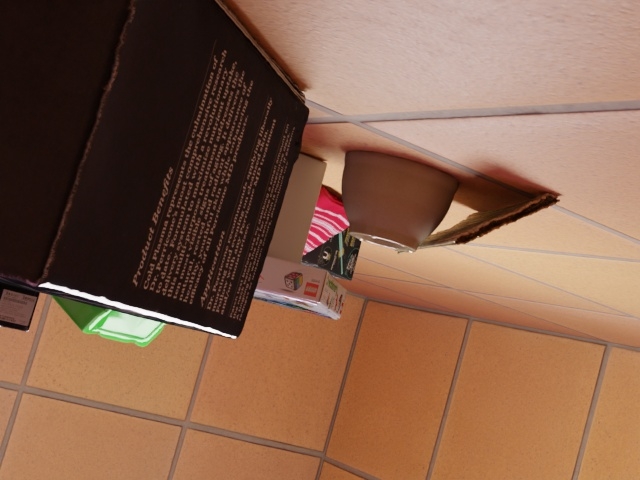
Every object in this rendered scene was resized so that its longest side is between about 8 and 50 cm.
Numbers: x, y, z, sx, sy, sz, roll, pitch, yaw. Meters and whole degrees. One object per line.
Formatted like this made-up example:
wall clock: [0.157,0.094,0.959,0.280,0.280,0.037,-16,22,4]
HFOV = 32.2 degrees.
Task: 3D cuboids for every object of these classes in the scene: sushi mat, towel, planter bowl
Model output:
sushi mat: [0.208,-0.019,1.548,0.151,0.019,0.316,-24,-179,-10]
towel: [-0.065,0.004,1.983,0.031,0.275,0.199,61,-167,20]
planter bowl: [0.098,-0.047,1.521,0.162,0.109,0.162,16,175,1]

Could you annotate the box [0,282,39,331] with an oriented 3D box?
box: [-0.445,0.042,1.232,0.220,0.051,0.175,12,175,45]

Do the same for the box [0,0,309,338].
box: [-0.319,-0.118,1.059,0.480,0.297,0.472,14,172,16]

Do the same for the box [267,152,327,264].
box: [-0.202,-0.089,1.624,0.345,0.168,0.215,20,172,-32]

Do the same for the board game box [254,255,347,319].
board game box: [-0.125,0.046,1.614,0.305,0.053,0.193,13,172,11]

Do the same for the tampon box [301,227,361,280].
tampon box: [0.000,0.000,2.186,0.101,0.120,0.161,12,173,28]

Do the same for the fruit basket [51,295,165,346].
fruit basket: [-0.344,-0.034,2.082,0.392,0.392,0.283,11,173,37]
